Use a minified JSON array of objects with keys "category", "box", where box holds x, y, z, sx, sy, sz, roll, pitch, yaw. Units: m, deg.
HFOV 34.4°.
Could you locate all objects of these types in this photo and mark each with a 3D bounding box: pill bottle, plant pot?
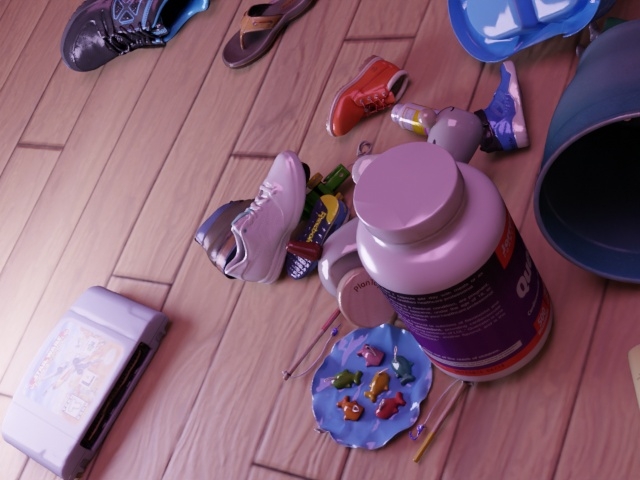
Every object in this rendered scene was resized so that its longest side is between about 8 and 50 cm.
[{"category":"pill bottle","box":[0.151,-0.188,1.601,0.083,0.043,0.043,23,75,40]},{"category":"pill bottle","box":[0.160,0.027,1.262,0.182,0.323,0.181,-15,50,19]},{"category":"plant pot","box":[0.404,-0.129,1.276,0.272,0.271,0.255,-13,40,25]}]

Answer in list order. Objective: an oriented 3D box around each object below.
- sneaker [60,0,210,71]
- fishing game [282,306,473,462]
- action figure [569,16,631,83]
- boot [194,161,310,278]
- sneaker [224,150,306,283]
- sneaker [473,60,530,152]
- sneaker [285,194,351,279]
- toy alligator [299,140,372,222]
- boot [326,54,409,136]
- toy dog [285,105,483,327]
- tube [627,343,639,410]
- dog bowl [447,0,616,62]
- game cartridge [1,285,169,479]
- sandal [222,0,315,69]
[{"category":"sneaker","box":[-0.367,-0.433,2.034,0.341,0.125,0.139,-35,53,11]},{"category":"fishing game","box":[0.063,0.194,1.415,0.264,0.041,0.189,31,77,41]},{"category":"action figure","box":[0.477,-0.258,1.434,0.232,0.063,0.137,15,67,34]},{"category":"boot","box":[-0.114,-0.053,1.656,0.106,0.082,0.219,35,85,39]},{"category":"sneaker","box":[-0.088,-0.035,1.559,0.080,0.094,0.212,36,115,57]},{"category":"sneaker","box":[0.257,-0.197,1.530,0.085,0.058,0.152,-11,62,16]},{"category":"sneaker","box":[0.000,0.000,1.574,0.053,0.059,0.144,42,107,30]},{"category":"toy alligator","box":[0.011,-0.083,1.621,0.189,0.056,0.051,-46,8,-2]},{"category":"boot","box":[0.076,-0.225,1.666,0.085,0.059,0.158,30,78,36]},{"category":"toy dog","box":[0.075,-0.047,1.426,0.333,0.161,0.220,-64,14,-17]},{"category":"tube","box":[0.405,0.229,1.166,0.070,0.062,0.240,127,144,-52]},{"category":"dog bowl","box":[0.312,-0.365,1.508,0.297,0.074,0.165,-12,96,55]},{"category":"game cartridge","box":[-0.388,0.220,1.674,0.198,0.062,0.297,19,73,34]},{"category":"sandal","box":[-0.100,-0.403,1.886,0.219,0.060,0.090,-40,48,4]}]
